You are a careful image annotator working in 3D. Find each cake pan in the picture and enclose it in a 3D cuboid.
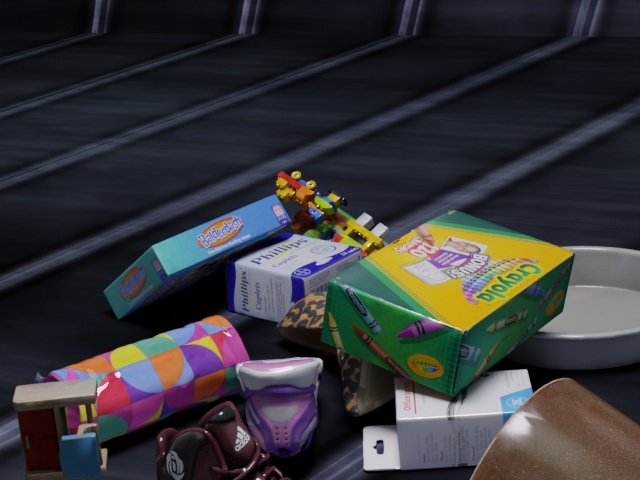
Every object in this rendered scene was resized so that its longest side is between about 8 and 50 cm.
[{"bbox_3d":[0.312,0.080,1.873,0.293,0.054,0.293,-5,20,2],"label":"cake pan"}]

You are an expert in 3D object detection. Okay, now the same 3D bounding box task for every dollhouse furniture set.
[{"bbox_3d":[-0.254,0.238,1.376,0.129,0.183,0.129,-6,20,-3],"label":"dollhouse furniture set"}]

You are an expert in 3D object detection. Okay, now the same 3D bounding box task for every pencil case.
[{"bbox_3d":[-0.195,0.158,1.716,0.236,0.104,0.104,-17,23,-31],"label":"pencil case"}]

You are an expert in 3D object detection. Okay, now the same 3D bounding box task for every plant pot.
[{"bbox_3d":[0.249,0.255,1.226,0.230,0.215,0.215,27,34,30],"label":"plant pot"}]

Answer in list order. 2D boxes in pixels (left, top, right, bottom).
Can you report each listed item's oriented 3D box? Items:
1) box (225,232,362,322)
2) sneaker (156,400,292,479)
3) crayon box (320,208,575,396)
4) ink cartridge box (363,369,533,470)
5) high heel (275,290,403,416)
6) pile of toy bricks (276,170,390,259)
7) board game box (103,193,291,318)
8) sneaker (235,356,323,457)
[{"bbox_3d":[-0.033,0.050,2.014,0.137,0.072,0.126,10,24,38],"label":"box"},{"bbox_3d":[-0.051,0.231,1.376,0.281,0.162,0.106,9,24,35],"label":"sneaker"},{"bbox_3d":[0.145,0.061,1.706,0.165,0.081,0.278,21,27,27],"label":"crayon box"},{"bbox_3d":[0.132,0.186,1.610,0.180,0.060,0.104,-4,20,2],"label":"ink cartridge box"},{"bbox_3d":[0.009,0.140,1.791,0.186,0.093,0.261,-21,25,25],"label":"high heel"},{"bbox_3d":[0.000,0.000,2.137,0.105,0.118,0.212,-43,51,-16],"label":"pile of toy bricks"},{"bbox_3d":[-0.162,0.021,2.031,0.210,0.047,0.160,-25,-8,-39],"label":"board game box"},{"bbox_3d":[-0.041,0.176,1.646,0.095,0.104,0.236,-6,-3,1],"label":"sneaker"}]
